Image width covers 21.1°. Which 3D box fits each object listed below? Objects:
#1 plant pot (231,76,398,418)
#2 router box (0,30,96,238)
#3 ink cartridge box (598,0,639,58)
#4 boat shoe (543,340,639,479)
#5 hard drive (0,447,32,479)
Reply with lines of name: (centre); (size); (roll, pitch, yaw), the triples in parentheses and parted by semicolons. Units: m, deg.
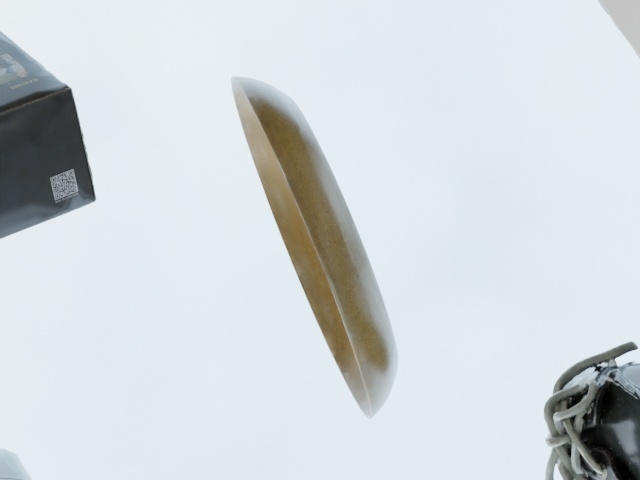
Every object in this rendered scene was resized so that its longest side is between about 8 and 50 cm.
plant pot: (0.000, 0.000, 1.106); (0.032, 0.236, 0.236); (-21, -110, -4)
router box: (-0.323, -0.047, 1.012); (0.309, 0.081, 0.243); (-23, -145, -22)
ink cartridge box: (0.275, -0.042, 0.641); (0.207, 0.353, 0.119); (-19, -148, 40)
boat shoe: (0.189, 0.118, 1.065); (0.105, 0.306, 0.113); (-5, -86, 4)
hard drive: (-0.195, 0.220, 0.850); (0.353, 0.233, 0.047); (47, -60, 45)
